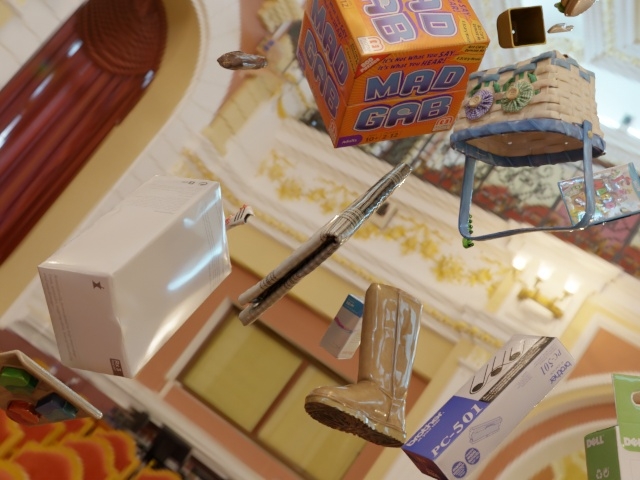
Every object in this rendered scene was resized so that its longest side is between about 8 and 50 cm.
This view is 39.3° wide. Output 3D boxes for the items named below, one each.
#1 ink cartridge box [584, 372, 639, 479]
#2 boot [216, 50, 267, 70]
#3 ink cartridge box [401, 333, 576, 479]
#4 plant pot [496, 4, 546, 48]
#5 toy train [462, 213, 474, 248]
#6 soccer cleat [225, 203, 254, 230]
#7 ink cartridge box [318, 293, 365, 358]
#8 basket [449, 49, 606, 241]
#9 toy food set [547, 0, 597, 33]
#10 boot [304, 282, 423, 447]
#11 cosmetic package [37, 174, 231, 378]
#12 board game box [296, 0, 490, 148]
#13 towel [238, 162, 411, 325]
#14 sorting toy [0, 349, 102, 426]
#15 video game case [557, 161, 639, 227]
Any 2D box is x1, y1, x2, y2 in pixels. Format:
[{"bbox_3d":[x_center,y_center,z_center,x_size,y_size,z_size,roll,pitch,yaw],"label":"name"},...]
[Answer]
[{"bbox_3d":[0.343,0.252,0.941,0.109,0.209,0.062,9,-24,-17],"label":"ink cartridge box"},{"bbox_3d":[-0.168,-0.331,1.656,0.107,0.037,0.114,3,14,24],"label":"boot"},{"bbox_3d":[0.196,0.195,1.052,0.046,0.207,0.097,51,-15,-8],"label":"ink cartridge box"},{"bbox_3d":[0.407,-0.437,1.855,0.083,0.082,0.081,-167,-112,-71],"label":"plant pot"},{"bbox_3d":[0.295,-0.021,1.805,0.024,0.083,0.017,-20,-37,31],"label":"toy train"},{"bbox_3d":[-0.182,-0.044,1.981,0.035,0.083,0.029,53,7,27],"label":"soccer cleat"},{"bbox_3d":[0.059,0.173,1.792,0.052,0.122,0.088,31,4,22],"label":"ink cartridge box"},{"bbox_3d":[0.334,-0.148,1.477,0.201,0.288,0.255,8,-11,-42],"label":"basket"},{"bbox_3d":[0.522,-0.495,1.769,0.038,0.192,0.132,51,36,16],"label":"toy food set"},{"bbox_3d":[0.078,0.198,1.546,0.089,0.269,0.236,-13,-35,38],"label":"boot"},{"bbox_3d":[-0.323,0.053,1.641,0.156,0.385,0.217,8,-62,22],"label":"cosmetic package"},{"bbox_3d":[0.176,-0.514,2.398,0.356,0.357,0.356,107,-32,-56],"label":"board game box"},{"bbox_3d":[0.000,0.000,1.631,0.056,0.312,0.324,47,-49,-1],"label":"towel"},{"bbox_3d":[-0.559,0.246,1.572,0.229,0.041,0.307,-11,-45,33],"label":"sorting toy"},{"bbox_3d":[0.611,-0.095,1.936,0.015,0.166,0.119,64,13,-64],"label":"video game case"}]
